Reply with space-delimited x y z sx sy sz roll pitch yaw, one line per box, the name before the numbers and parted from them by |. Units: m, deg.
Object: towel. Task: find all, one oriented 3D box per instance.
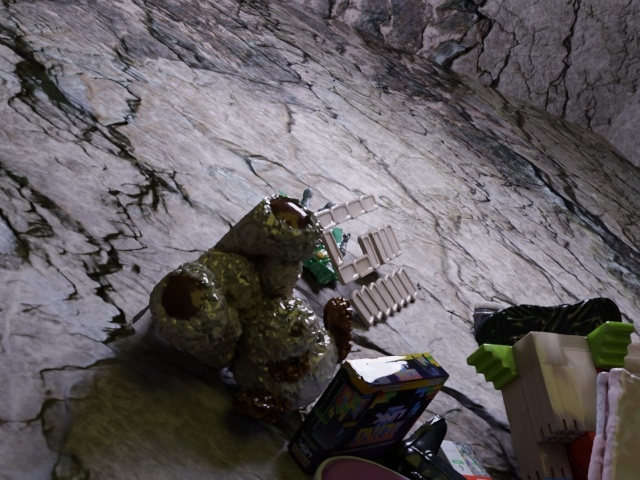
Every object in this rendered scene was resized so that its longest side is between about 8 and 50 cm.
towel | 0.443 0.364 1.299 0.331 0.053 0.317 35 50 -24

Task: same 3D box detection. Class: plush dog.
plush dog | -0.079 0.110 1.277 0.225 0.210 0.262 48 52 1

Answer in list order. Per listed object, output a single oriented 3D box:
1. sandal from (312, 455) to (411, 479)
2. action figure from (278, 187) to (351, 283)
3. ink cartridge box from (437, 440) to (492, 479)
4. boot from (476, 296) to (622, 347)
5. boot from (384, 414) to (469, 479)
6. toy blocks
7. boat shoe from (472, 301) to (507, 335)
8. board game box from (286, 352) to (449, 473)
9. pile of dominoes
sandal | 0.181 0.354 1.156 0.416 0.102 0.169 36 23 9
action figure | 0.000 0.000 1.701 0.137 0.063 0.232 27 27 -21
ink cartridge box | 0.190 0.309 1.352 0.062 0.029 0.115 15 28 -35
boot | 0.324 0.155 1.656 0.246 0.207 0.094 -10 79 -19
boot | 0.149 0.281 1.314 0.099 0.045 0.121 37 41 25
toy blocks | 0.411 0.274 1.457 0.381 0.191 0.261 7 56 -26
boat shoe | 0.342 0.168 1.823 0.206 0.075 0.065 25 66 -30
board game box | 0.059 0.204 1.253 0.170 0.141 0.048 2 36 -50
pile of dominoes | 0.066 0.033 1.681 0.251 0.040 0.196 -22 90 -62
